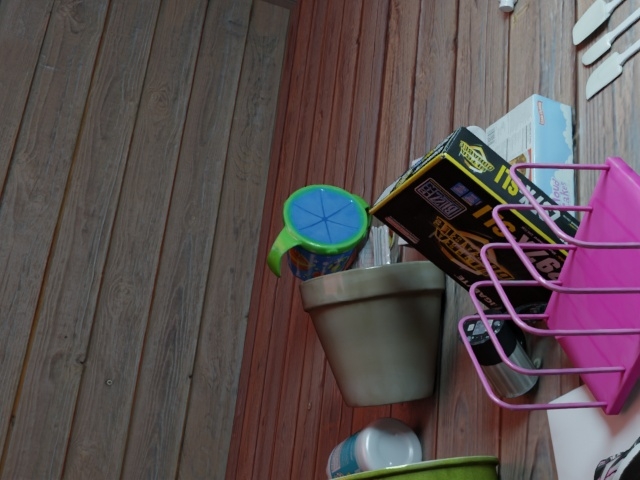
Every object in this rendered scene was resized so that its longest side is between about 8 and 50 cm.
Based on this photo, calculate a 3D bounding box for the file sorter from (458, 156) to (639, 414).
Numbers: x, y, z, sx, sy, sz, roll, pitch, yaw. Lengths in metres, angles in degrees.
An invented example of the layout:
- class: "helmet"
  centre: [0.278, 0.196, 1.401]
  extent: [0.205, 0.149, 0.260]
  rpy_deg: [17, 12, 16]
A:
- class: "file sorter"
  centre: [0.318, 0.062, 0.946]
  extent: [0.202, 0.182, 0.290]
  rpy_deg: [-107, 21, -53]

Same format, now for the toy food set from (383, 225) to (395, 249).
- class: "toy food set"
  centre: [0.178, -0.004, 1.927]
  extent: [0.082, 0.020, 0.083]
  rpy_deg: [146, 134, -64]

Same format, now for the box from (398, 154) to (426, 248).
- class: "box"
  centre: [0.259, -0.079, 1.589]
  extent: [0.103, 0.114, 0.203]
  rpy_deg: [168, 115, -70]

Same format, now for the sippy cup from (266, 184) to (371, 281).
- class: "sippy cup"
  centre: [0.000, 0.000, 2.008]
  extent: [0.224, 0.306, 0.240]
  rpy_deg: [102, 167, -50]

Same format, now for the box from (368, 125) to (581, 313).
- class: "box"
  centre: [0.273, -0.015, 1.184]
  extent: [0.079, 0.322, 0.257]
  rpy_deg: [-55, 8, -29]

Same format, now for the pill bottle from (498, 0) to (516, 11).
- class: "pill bottle"
  centre: [0.411, -0.545, 1.557]
  extent: [0.043, 0.043, 0.083]
  rpy_deg: [167, 114, -70]

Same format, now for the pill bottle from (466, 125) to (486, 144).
- class: "pill bottle"
  centre: [0.315, -0.209, 1.586]
  extent: [0.116, 0.065, 0.065]
  rpy_deg: [155, 125, -69]

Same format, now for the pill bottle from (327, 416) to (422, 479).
- class: "pill bottle"
  centre: [0.107, 0.502, 1.599]
  extent: [0.264, 0.146, 0.146]
  rpy_deg: [126, 151, -52]

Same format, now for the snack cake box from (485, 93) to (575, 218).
- class: "snack cake box"
  centre: [0.377, -0.109, 1.294]
  extent: [0.152, 0.089, 0.264]
  rpy_deg: [144, 135, -61]

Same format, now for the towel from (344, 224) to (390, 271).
- class: "towel"
  centre: [0.115, 0.171, 1.912]
  extent: [0.317, 0.053, 0.331]
  rpy_deg: [117, 158, -51]

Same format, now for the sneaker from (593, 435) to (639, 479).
- class: "sneaker"
  centre: [0.385, 0.296, 0.906]
  extent: [0.077, 0.072, 0.178]
  rpy_deg: [-93, 27, -66]

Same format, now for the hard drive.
- class: "hard drive"
  centre: [0.430, 0.268, 0.959]
  extent: [0.307, 0.040, 0.203]
  rpy_deg: [126, 150, -51]

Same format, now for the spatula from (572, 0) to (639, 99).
- class: "spatula"
  centre: [0.511, -0.368, 1.182]
  extent: [0.242, 0.019, 0.168]
  rpy_deg: [132, 147, -57]

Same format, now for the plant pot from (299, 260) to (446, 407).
- class: "plant pot"
  centre: [0.128, 0.209, 1.551]
  extent: [0.323, 0.323, 0.280]
  rpy_deg: [152, 112, -67]

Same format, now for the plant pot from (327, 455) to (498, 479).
- class: "plant pot"
  centre: [0.155, 0.570, 1.167]
  extent: [0.366, 0.367, 0.352]
  rpy_deg: [130, 136, -54]

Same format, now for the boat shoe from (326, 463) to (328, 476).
- class: "boat shoe"
  centre: [0.062, 0.590, 1.785]
  extent: [0.219, 0.078, 0.070]
  rpy_deg: [-143, 66, -72]

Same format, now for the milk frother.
- class: "milk frother"
  centre: [0.332, 0.176, 1.193]
  extent: [0.129, 0.134, 0.143]
  rpy_deg: [-49, 25, -27]
